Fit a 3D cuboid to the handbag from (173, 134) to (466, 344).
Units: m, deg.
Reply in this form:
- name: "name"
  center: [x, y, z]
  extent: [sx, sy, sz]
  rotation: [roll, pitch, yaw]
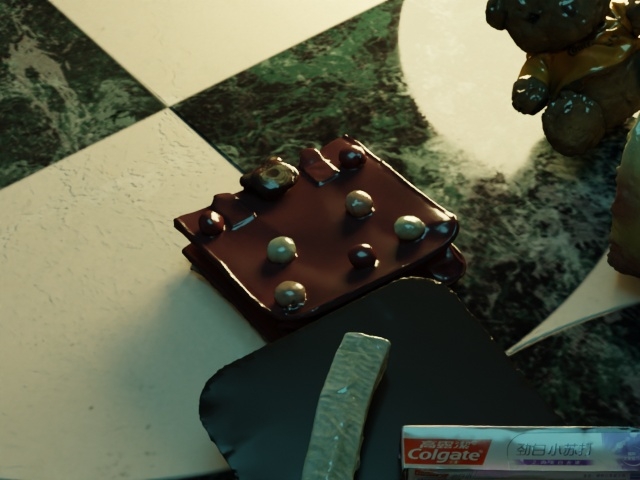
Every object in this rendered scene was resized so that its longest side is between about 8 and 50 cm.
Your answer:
- name: "handbag"
  center: [0.000, -0.002, 1.371]
  extent: [0.203, 0.074, 0.216]
  rotation: [-27, 46, -21]

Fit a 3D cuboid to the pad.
- name: "pad"
  center: [0.060, 0.224, 1.156]
  extent: [0.315, 0.063, 0.375]
  rotation: [-24, 56, -19]

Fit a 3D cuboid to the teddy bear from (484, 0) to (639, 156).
- name: "teddy bear"
  center: [0.250, -0.191, 1.462]
  extent: [0.177, 0.190, 0.140]
  rotation: [-32, 14, 1]

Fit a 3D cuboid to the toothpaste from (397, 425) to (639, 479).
- name: "toothpaste"
  center: [0.157, 0.169, 1.138]
  extent: [0.196, 0.040, 0.047]
  rotation: [1, 49, 0]

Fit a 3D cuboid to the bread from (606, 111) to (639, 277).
- name: "bread"
  center: [0.412, -0.008, 1.236]
  extent: [0.338, 0.187, 0.155]
  rotation: [18, 45, 24]

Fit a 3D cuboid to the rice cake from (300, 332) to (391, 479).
- name: "rice cake"
  center: [0.008, 0.175, 1.128]
  extent: [0.045, 0.042, 0.245]
  rotation: [13, 53, 3]
